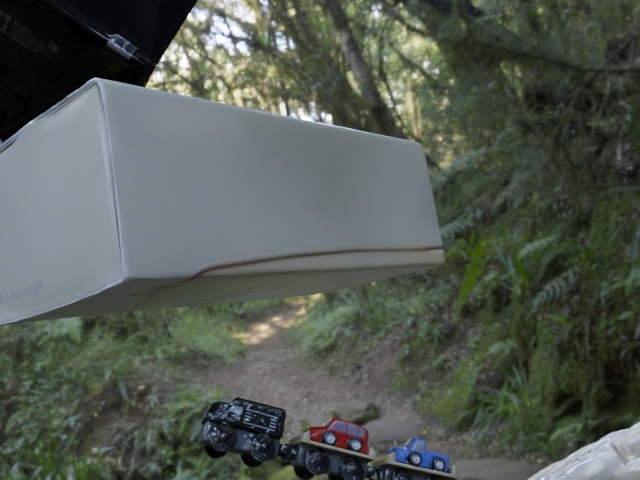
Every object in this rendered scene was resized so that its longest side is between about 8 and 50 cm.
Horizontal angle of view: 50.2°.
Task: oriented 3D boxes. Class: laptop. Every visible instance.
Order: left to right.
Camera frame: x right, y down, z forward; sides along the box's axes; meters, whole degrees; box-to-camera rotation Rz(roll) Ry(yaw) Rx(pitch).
[{"bbox_3d":[-0.353,-0.335,0.834,0.381,0.236,0.408,32,-48,-16],"label":"laptop"}]

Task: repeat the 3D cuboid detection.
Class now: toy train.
[{"bbox_3d":[0.009,0.119,0.387,0.158,0.036,0.027,19,-32,-14],"label":"toy train"}]

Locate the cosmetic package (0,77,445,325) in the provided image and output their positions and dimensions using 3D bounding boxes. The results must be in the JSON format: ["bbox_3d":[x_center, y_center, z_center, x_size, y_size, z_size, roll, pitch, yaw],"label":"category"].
[{"bbox_3d":[-0.060,-0.016,0.501,0.160,0.113,0.309,-17,-10,40],"label":"cosmetic package"}]

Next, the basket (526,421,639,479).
[{"bbox_3d":[0.255,0.371,0.596,0.331,0.328,0.266,-32,-29,10],"label":"basket"}]

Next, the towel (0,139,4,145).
[{"bbox_3d":[-0.355,0.009,0.560,0.121,0.284,0.235,21,-16,15],"label":"towel"}]
